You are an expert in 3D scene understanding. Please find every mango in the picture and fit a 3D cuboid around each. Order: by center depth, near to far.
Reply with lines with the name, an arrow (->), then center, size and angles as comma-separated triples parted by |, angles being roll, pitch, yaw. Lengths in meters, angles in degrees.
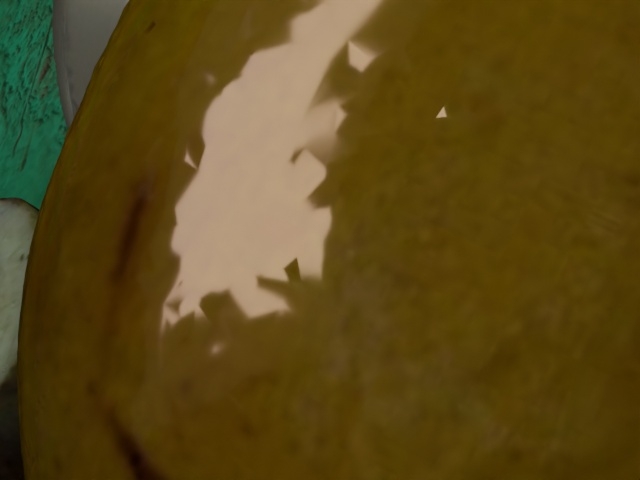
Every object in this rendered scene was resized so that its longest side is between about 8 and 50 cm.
mango -> 0.077, -0.027, 0.593 | 0.301, 0.220, 0.445 | 31, 94, 19

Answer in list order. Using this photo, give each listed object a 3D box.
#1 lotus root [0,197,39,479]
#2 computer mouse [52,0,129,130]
lotus root -> -0.146, 0.076, 0.936 | 0.138, 0.119, 0.235 | -29, 33, 23
computer mouse -> -0.040, -0.202, 1.005 | 0.228, 0.145, 0.429 | 11, 74, 59
